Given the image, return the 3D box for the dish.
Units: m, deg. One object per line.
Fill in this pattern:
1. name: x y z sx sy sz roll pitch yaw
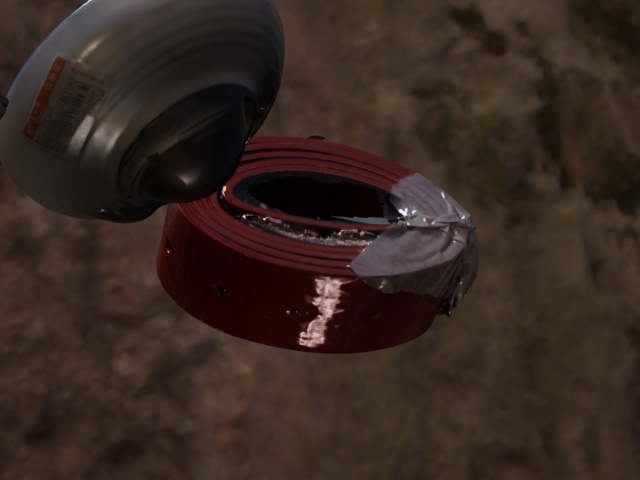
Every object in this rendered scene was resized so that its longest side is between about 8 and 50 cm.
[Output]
1. dish: -0.123 -0.093 1.492 0.134 0.273 0.273 52 -176 23

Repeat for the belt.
1. belt: 0.000 0.000 1.787 0.227 0.324 0.115 -103 23 -47

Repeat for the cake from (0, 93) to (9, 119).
1. cake: -0.325 -0.099 1.130 0.185 0.208 0.178 -49 -65 -29
